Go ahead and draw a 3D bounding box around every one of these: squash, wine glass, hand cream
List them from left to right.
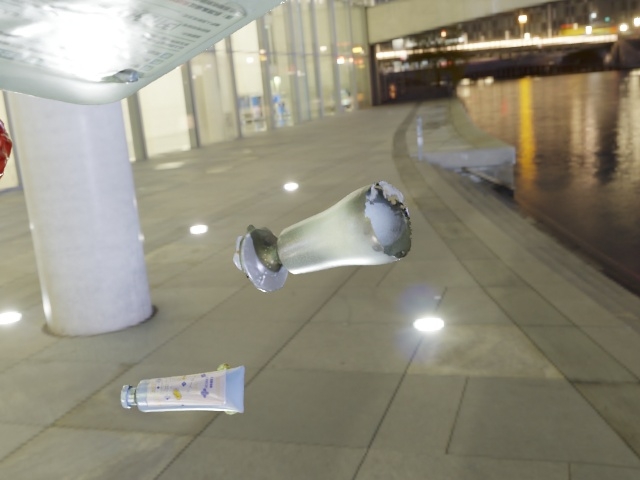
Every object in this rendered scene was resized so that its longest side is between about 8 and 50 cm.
[{"bbox_3d":[-0.187,0.207,0.996,0.170,0.065,0.043,-6,-26,10],"label":"hand cream"},{"bbox_3d":[-0.143,0.226,1.126,0.027,0.083,0.027,-8,24,4],"label":"squash"},{"bbox_3d":[0.000,0.000,0.650,0.155,0.072,0.072,-17,3,37],"label":"wine glass"}]

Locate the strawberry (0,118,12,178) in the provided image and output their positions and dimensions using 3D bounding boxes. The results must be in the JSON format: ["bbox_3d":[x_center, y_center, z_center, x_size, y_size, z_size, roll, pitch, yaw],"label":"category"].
[{"bbox_3d":[-0.444,-0.072,0.785,0.205,0.205,0.244,4,38,39],"label":"strawberry"}]

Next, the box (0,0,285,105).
[{"bbox_3d":[-0.251,-0.254,0.661,0.396,0.111,0.396,-18,-14,36],"label":"box"}]
